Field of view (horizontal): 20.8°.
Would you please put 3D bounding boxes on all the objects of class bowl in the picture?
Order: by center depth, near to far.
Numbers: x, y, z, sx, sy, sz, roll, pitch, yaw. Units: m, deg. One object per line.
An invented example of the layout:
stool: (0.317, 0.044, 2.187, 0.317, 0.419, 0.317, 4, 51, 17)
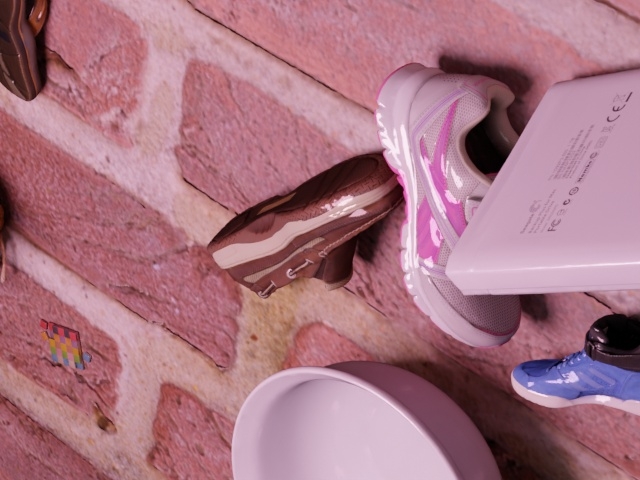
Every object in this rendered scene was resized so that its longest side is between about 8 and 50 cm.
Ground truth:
bowl: (0.069, 0.228, 1.623, 0.298, 0.134, 0.297, 22, 125, 35)

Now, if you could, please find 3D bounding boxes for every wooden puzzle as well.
wooden puzzle: (-0.294, 0.122, 2.004, 0.083, 0.006, 0.049, 15, 122, 38)

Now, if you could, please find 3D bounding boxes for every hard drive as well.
hard drive: (0.246, -0.050, 1.234, 0.307, 0.203, 0.040, -4, 136, 50)

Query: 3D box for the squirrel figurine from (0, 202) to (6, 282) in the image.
squirrel figurine: (-0.532, 0.068, 1.930, 0.370, 0.397, 0.281, -41, 72, 34)

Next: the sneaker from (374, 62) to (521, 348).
sneaker: (0.128, -0.026, 1.449, 0.111, 0.103, 0.252, 0, 113, 45)

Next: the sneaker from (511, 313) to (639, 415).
sneaker: (0.225, 0.096, 1.455, 0.152, 0.058, 0.084, 7, 123, 36)

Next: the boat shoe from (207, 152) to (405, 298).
boat shoe: (0.005, -0.005, 1.600, 0.095, 0.095, 0.257, 53, 145, -13)

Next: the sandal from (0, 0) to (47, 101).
sandal: (-0.309, -0.238, 1.787, 0.090, 0.060, 0.219, 35, 147, 33)
